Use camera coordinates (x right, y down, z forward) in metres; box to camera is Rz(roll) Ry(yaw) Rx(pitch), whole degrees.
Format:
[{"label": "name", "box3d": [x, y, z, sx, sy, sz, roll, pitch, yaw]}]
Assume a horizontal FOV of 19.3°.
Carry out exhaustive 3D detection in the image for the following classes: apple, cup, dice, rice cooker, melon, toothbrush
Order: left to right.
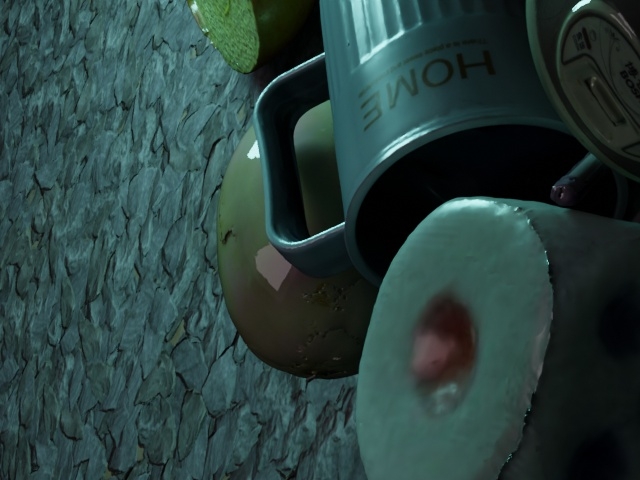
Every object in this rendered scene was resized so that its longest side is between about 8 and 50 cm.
[{"label": "apple", "box3d": [-0.095, -0.356, 2.406, 0.254, 0.179, 0.346, -60, 27, 4]}, {"label": "melon", "box3d": [0.000, 0.000, 1.998, 0.223, 0.223, 0.317, -39, 43, 49]}, {"label": "cup", "box3d": [0.117, -0.116, 1.809, 0.331, 0.257, 0.311, -51, 34, 40]}, {"label": "dice", "box3d": [0.203, 0.118, 1.519, 0.268, 0.262, 0.264, 6, 82, 61]}, {"label": "toothbrush", "box3d": [0.241, -0.072, 1.564, 0.354, 0.024, 0.029, -36, -38, -65]}, {"label": "rice cooker", "box3d": [0.327, -0.183, 1.427, 0.277, 0.288, 0.288, -18, 62, 58]}]
